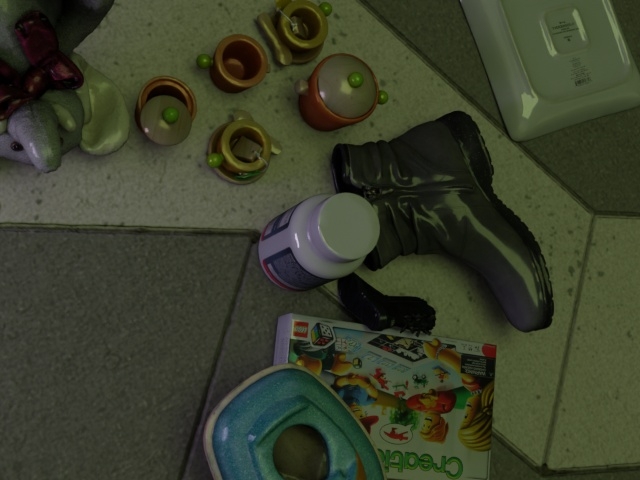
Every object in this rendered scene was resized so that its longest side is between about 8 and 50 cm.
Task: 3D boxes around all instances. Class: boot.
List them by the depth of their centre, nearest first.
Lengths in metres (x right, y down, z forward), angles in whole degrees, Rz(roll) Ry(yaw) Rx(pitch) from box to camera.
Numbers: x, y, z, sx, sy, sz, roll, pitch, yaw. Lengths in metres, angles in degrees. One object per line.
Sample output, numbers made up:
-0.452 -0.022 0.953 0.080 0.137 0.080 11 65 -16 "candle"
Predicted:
0.090 0.083 1.391 0.099 0.121 0.045 2 120 -34 "boot"
0.156 0.002 1.432 0.222 0.118 0.338 -22 77 -22 "boot"

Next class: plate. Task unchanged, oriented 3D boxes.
0.364 -0.313 1.610 0.277 0.045 0.278 -18 87 -26 "plate"

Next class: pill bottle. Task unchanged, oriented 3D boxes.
0.000 0.000 1.315 0.108 0.180 0.108 5 78 -22 "pill bottle"

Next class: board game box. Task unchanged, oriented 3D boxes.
0.084 0.213 1.377 0.305 0.053 0.193 10 76 -21 "board game box"

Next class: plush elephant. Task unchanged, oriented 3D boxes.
-0.342 -0.184 1.183 0.272 0.330 0.255 -20 110 -12 "plush elephant"

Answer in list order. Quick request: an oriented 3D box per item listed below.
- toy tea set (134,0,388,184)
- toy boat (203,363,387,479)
-0.072 -0.192 1.354 0.336 0.124 0.200 -34 94 -25 "toy tea set"
-0.060 0.312 1.191 0.318 0.148 0.267 -40 98 -21 "toy boat"
